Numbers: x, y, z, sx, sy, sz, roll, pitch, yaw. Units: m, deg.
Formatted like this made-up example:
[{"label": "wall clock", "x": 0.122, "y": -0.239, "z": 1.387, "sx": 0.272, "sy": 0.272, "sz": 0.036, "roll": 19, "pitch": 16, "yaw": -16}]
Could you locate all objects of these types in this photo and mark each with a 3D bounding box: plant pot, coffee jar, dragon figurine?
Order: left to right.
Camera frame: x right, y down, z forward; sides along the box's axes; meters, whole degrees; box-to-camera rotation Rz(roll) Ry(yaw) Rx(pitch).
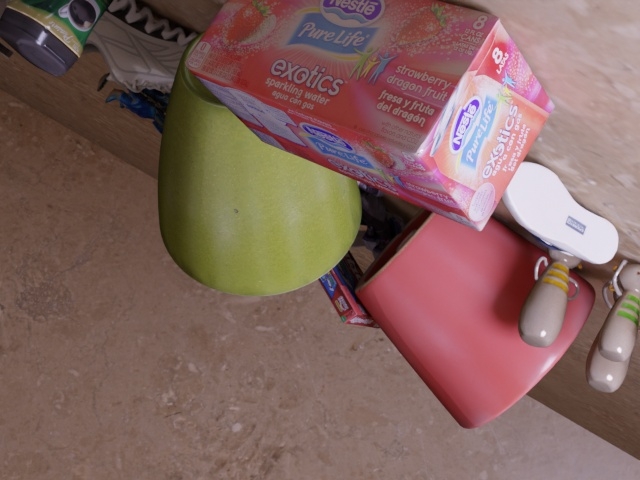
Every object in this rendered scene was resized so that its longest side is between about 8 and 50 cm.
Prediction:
[{"label": "coffee jar", "x": -0.289, "y": -0.285, "z": 1.270, "sx": 0.079, "sy": 0.184, "sz": 0.096, "roll": 27, "pitch": 171, "yaw": 32}, {"label": "dragon figurine", "x": -0.291, "y": -0.241, "z": 1.935, "sx": 0.144, "sy": 0.085, "sz": 0.289, "roll": 29, "pitch": 177, "yaw": 7}, {"label": "plant pot", "x": -0.089, "y": -0.121, "z": 1.370, "sx": 0.275, "sy": 0.275, "sz": 0.293, "roll": 29, "pitch": 153, "yaw": 20}, {"label": "plant pot", "x": 0.198, "y": 0.080, "z": 1.516, "sx": 0.243, "sy": 0.275, "sz": 0.275, "roll": 43, "pitch": 172, "yaw": -3}]

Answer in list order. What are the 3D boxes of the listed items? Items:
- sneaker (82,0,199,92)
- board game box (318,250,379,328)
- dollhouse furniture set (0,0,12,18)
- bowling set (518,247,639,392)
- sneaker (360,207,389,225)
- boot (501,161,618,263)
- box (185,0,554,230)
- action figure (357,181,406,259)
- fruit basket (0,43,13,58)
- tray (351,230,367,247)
[{"label": "sneaker", "x": -0.224, "y": -0.247, "z": 1.532, "sx": 0.292, "sy": 0.118, "sz": 0.110, "roll": 30, "pitch": 171, "yaw": 2}, {"label": "board game box", "x": 0.000, "y": 0.000, "z": 1.596, "sx": 0.281, "sy": 0.027, "sz": 0.145, "roll": 59, "pitch": -166, "yaw": 18}, {"label": "dollhouse furniture set", "x": -0.499, "y": -0.368, "z": 1.482, "sx": 0.262, "sy": 0.135, "sz": 0.259, "roll": -13, "pitch": 170, "yaw": 0}, {"label": "bowling set", "x": 0.406, "y": 0.104, "z": 1.335, "sx": 0.287, "sy": 0.154, "sz": 0.200, "roll": 36, "pitch": 153, "yaw": -20}, {"label": "sneaker", "x": -0.011, "y": -0.056, "z": 1.880, "sx": 0.283, "sy": 0.124, "sz": 0.107, "roll": 26, "pitch": 171, "yaw": 35}, {"label": "boot", "x": 0.245, "y": -0.030, "z": 1.235, "sx": 0.190, "sy": 0.069, "sz": 0.086, "roll": 34, "pitch": 169, "yaw": -32}, {"label": "box", "x": 0.041, "y": -0.145, "z": 1.031, "sx": 0.300, "sy": 0.142, "sz": 0.154, "roll": 25, "pitch": 170, "yaw": 39}, {"label": "action figure", "x": 0.059, "y": -0.070, "z": 1.642, "sx": 0.185, "sy": 0.099, "sz": 0.285, "roll": 33, "pitch": 162, "yaw": 54}, {"label": "fruit basket", "x": -0.751, "y": -0.472, "z": 2.200, "sx": 0.327, "sy": 0.165, "sz": 0.353, "roll": 34, "pitch": -172, "yaw": -17}, {"label": "tray", "x": 0.061, "y": -0.003, "z": 1.859, "sx": 0.270, "sy": 0.030, "sz": 0.145, "roll": -1, "pitch": 180, "yaw": -13}]
